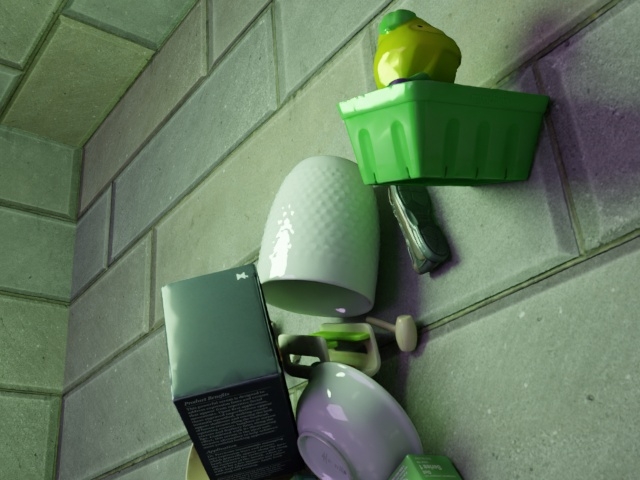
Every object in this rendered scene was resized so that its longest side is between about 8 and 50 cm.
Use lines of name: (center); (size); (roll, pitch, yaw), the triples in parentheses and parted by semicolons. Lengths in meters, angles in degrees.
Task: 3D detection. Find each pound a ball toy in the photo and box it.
pound a ball toy: (0.062, 0.255, 1.696); (0.319, 0.208, 0.135); (-13, 89, 65)

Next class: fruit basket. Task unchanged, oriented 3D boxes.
fruit basket: (0.225, -0.289, 1.463); (0.283, 0.392, 0.392); (-2, 75, 55)

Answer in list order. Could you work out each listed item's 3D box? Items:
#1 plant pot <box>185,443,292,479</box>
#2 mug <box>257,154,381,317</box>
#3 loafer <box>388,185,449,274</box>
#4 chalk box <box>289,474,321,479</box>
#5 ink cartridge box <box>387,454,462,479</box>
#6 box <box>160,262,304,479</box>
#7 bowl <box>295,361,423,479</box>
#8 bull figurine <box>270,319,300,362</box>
plant pot: (-0.183, 0.580, 1.862); (0.284, 0.191, 0.284); (-26, 57, 47)
mug: (0.000, 0.000, 1.797); (0.374, 0.276, 0.328); (108, 170, -68)
loafer: (0.196, -0.048, 1.657); (0.084, 0.096, 0.267); (-51, 42, 39)
chalk box: (-0.003, 0.616, 1.605); (0.289, 0.180, 0.179); (-50, 41, 29)
ink cartridge box: (0.209, 0.566, 1.373); (0.201, 0.117, 0.278); (-58, 38, 23)
box: (-0.183, 0.301, 1.617); (0.395, 0.212, 0.293); (82, 173, -46)
bowl: (0.048, 0.401, 1.508); (0.298, 0.134, 0.298); (30, 140, 29)
bull figurine: (-0.159, 0.340, 2.000); (0.188, 0.101, 0.310); (15, 90, 54)
